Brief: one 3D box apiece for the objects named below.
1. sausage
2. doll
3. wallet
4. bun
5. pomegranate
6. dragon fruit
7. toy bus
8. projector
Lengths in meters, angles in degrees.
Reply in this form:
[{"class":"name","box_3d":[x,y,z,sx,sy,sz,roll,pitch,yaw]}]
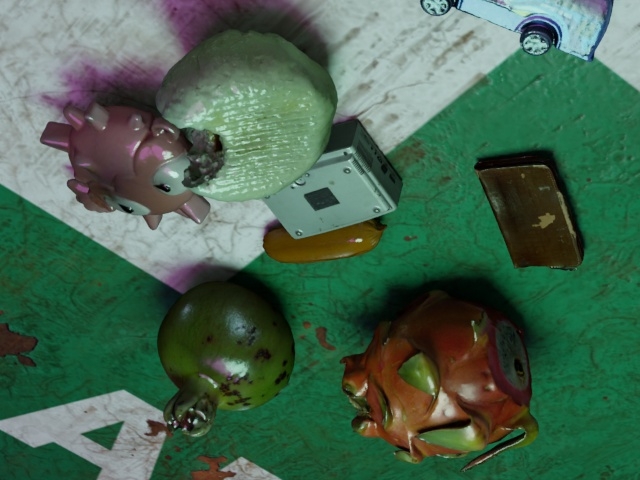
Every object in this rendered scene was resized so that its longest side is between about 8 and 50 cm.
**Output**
[{"class":"sausage","box_3d":[0.000,0.000,1.773,0.183,0.054,0.062,-9,133,28]},{"class":"doll","box_3d":[-0.225,-0.088,1.705,0.211,0.093,0.262,36,147,-22]},{"class":"wallet","box_3d":[0.247,-0.031,1.690,0.095,0.026,0.176,-3,136,27]},{"class":"bun","box_3d":[-0.088,-0.145,1.575,0.204,0.126,0.212,4,136,-25]},{"class":"pomegranate","box_3d":[-0.141,0.150,1.877,0.179,0.210,0.179,43,150,32]},{"class":"dragon fruit","box_3d":[0.149,0.178,1.812,0.227,0.224,0.224,-30,123,31]},{"class":"toy bus","box_3d":[0.175,-0.257,1.416,0.237,0.079,0.094,20,137,-7]},{"class":"projector","box_3d":[0.004,-0.067,1.693,0.147,0.061,0.115,-16,129,29]}]
